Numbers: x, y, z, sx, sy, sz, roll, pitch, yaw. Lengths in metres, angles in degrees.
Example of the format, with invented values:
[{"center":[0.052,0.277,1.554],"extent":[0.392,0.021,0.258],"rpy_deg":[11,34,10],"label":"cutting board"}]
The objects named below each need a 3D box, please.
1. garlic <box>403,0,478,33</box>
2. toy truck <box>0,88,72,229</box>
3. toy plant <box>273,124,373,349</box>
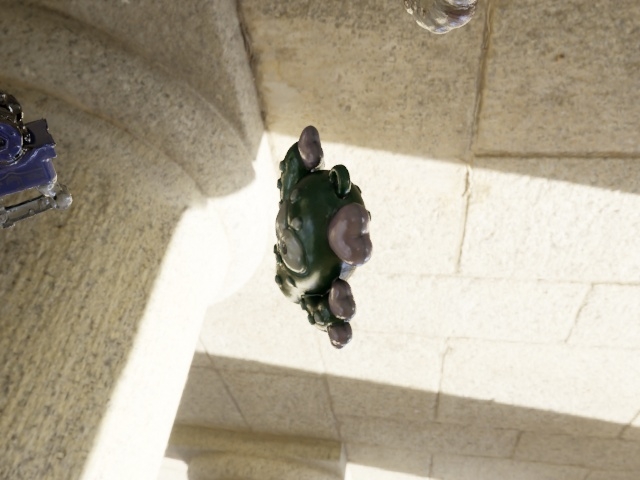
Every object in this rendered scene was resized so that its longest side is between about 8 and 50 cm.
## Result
[{"center":[0.220,-0.440,1.010],"extent":[0.102,0.147,0.159],"rpy_deg":[-17,168,-24],"label":"garlic"},{"center":[-0.469,-0.100,0.790],"extent":[0.213,0.161,0.177],"rpy_deg":[-21,127,-19],"label":"toy truck"},{"center":[-0.001,-0.005,0.723],"extent":[0.113,0.232,0.243],"rpy_deg":[-7,123,-22],"label":"toy plant"}]
